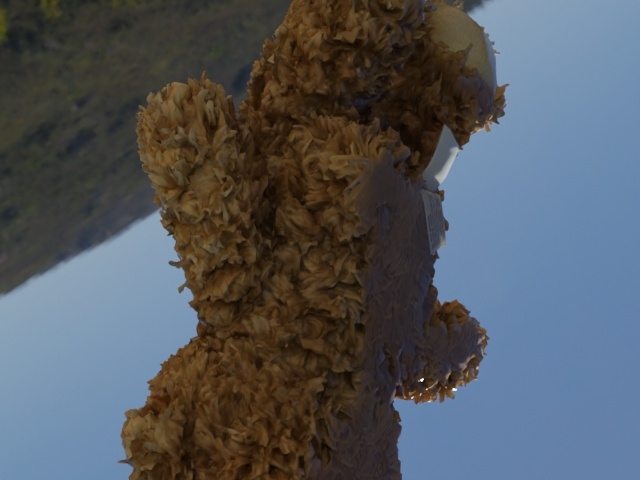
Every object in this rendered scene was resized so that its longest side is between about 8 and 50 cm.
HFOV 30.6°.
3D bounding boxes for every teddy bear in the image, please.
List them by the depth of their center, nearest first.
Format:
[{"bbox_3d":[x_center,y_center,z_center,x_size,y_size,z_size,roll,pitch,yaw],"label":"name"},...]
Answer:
[{"bbox_3d":[0.000,0.000,0.596,0.113,0.338,0.245,4,179,37],"label":"teddy bear"}]
